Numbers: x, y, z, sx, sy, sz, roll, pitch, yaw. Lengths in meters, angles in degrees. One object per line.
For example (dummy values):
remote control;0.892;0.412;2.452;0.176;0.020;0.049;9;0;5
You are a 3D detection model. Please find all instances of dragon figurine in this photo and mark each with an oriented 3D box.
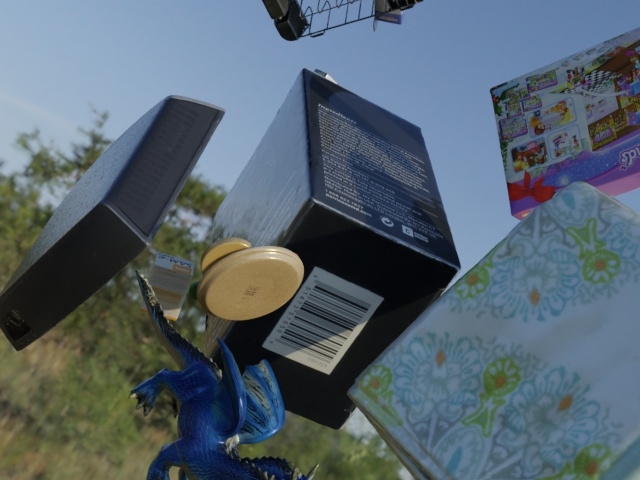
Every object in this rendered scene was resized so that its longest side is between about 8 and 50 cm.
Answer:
dragon figurine;-0.087;0.144;0.921;0.085;0.144;0.289;35;36;-51

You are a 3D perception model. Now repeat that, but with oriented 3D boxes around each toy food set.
toy food set;-0.053;0.030;0.749;0.083;0.083;0.020;0;48;-27

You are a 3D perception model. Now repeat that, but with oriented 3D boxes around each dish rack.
dish rack;0.021;-0.417;1.559;0.271;0.074;0.208;-12;-49;22

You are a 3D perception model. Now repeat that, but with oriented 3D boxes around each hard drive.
hard drive;-0.187;-0.015;0.868;0.054;0.172;0.254;38;-41;-17

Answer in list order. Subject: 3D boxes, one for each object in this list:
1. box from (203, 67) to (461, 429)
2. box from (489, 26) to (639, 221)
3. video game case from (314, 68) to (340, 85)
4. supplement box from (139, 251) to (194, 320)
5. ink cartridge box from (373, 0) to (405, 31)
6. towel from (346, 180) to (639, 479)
box;0.000;0.000;1.409;0.212;0.293;0.395;24;28;-17
box;0.381;-0.161;1.392;0.293;0.201;0.057;-19;-25;33
video game case;0.007;-0.169;1.913;0.042;0.210;0.232;32;-4;44
supplement box;-0.241;0.072;1.627;0.062;0.098;0.036;17;33;-11
ink cartridge box;0.137;-0.509;1.797;0.065;0.186;0.311;12;-16;4
towel;0.240;0.131;1.055;0.320;0.374;0.090;45;-4;45
